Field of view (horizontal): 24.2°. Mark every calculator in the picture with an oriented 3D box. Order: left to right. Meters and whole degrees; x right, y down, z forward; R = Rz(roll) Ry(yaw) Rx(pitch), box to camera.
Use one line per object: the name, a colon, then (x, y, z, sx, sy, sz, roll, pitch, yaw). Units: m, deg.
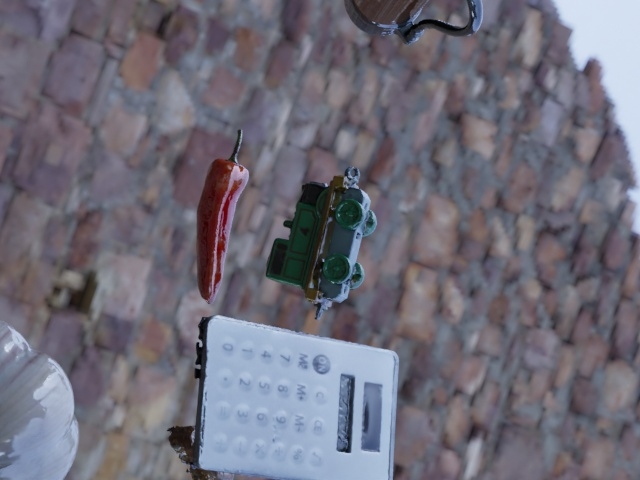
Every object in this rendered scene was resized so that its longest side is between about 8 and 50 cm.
calculator: (-0.020, 0.175, 1.557, 0.021, 0.261, 0.161, -14, -111, 51)

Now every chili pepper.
chili pepper: (-0.149, -0.038, 2.179, 0.071, 0.063, 0.272, 134, -32, -73)

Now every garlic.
garlic: (-0.444, 0.229, 1.835, 0.322, 0.322, 0.241, -64, -164, 13)

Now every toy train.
toy train: (0.000, 0.000, 2.158, 0.091, 0.136, 0.228, 27, 74, -73)

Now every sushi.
sushi: (-0.156, 0.290, 1.988, 0.061, 0.118, 0.060, -28, 174, -45)

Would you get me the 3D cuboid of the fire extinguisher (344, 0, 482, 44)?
fire extinguisher: (0.144, -0.360, 2.029, 0.113, 0.200, 0.376, -52, -179, -13)
